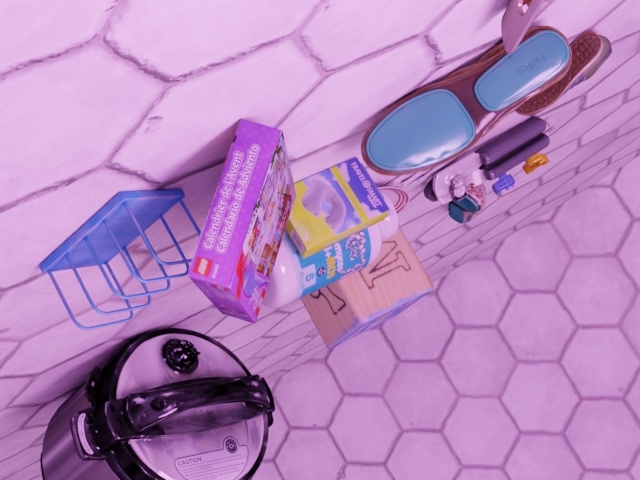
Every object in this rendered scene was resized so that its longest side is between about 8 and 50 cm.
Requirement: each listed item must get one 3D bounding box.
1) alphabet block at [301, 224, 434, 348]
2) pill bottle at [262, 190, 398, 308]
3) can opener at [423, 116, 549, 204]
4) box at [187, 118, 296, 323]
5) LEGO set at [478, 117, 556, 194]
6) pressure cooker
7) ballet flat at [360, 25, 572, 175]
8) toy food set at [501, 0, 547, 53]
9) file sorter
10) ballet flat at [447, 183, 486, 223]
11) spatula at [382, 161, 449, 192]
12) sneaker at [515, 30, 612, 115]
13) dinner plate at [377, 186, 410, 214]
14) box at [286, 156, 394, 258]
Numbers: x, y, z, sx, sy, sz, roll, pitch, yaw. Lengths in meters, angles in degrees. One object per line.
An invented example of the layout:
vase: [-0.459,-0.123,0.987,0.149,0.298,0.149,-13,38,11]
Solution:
alphabet block: [0.075,0.076,1.919,0.193,0.197,0.192,-23,169,-32]
pill bottle: [0.000,0.000,1.575,0.264,0.146,0.146,-25,167,-28]
can opener: [0.333,-0.165,1.908,0.280,0.093,0.074,-29,123,-11]
box: [-0.094,-0.013,1.236,0.293,0.057,0.201,82,24,-76]
LEGO set: [0.420,-0.173,2.016,0.227,0.087,0.093,-32,168,3]
pressure cooker: [-0.313,0.376,1.844,0.420,0.375,0.370,-41,-165,39]
ballet flat: [0.210,-0.204,1.405,0.342,0.116,0.124,-35,-173,2]
toy food set: [0.379,-0.355,1.172,0.306,0.092,0.220,-27,167,-12]
file sorter: [-0.243,0.025,1.199,0.170,0.104,0.118,-36,166,27]
ballet flat: [0.338,-0.100,2.165,0.077,0.091,0.241,-52,176,-8]
spatula: [0.200,-0.133,1.816,0.242,0.019,0.168,-36,166,24]
sneaker: [0.425,-0.282,1.636,0.086,0.064,0.192,-7,151,-50]
dinner plate: [0.097,-0.067,1.769,0.141,0.017,0.141,-13,153,-7]
box: [0.024,-0.057,1.488,0.178,0.109,0.042,-26,165,-23]
